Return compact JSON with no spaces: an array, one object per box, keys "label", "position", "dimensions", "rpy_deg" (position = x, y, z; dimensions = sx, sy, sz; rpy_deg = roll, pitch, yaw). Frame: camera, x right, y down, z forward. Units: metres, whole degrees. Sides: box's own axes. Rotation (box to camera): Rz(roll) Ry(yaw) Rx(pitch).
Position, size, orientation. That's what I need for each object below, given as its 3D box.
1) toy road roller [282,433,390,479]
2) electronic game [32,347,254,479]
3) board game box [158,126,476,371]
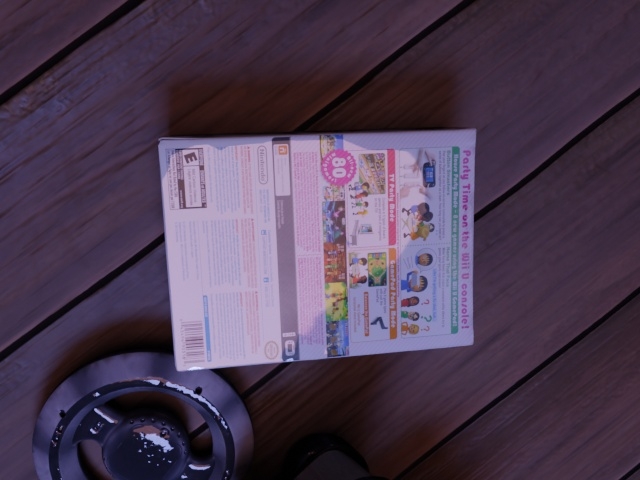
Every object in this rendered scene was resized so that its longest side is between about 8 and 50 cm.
[{"label":"toy road roller","position":[0.025,0.383,0.611],"dimensions":[0.240,0.202,0.330],"rpy_deg":[-39,100,-15]},{"label":"electronic game","position":[-0.186,0.221,0.650],"dimensions":[0.229,0.048,0.230],"rpy_deg":[-2,106,-8]},{"label":"board game box","position":[0.000,0.000,0.624],"dimensions":[0.303,0.097,0.224],"rpy_deg":[-3,100,-7]}]
